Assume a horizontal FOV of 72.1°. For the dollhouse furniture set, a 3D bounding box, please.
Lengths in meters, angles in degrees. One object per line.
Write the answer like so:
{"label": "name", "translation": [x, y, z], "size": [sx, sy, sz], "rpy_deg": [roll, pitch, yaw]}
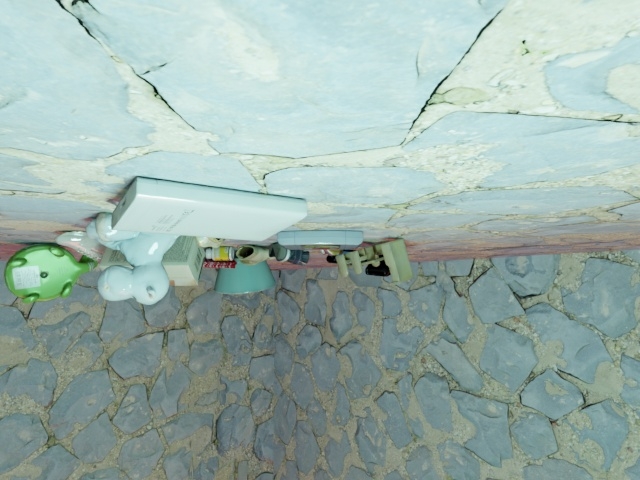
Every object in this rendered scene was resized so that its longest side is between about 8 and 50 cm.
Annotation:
{"label": "dollhouse furniture set", "translation": [0.227, 0.100, 1.752], "size": [0.212, 0.160, 0.242], "rpy_deg": [-13, 177, -44]}

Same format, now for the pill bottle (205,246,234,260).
{"label": "pill bottle", "translation": [-0.452, 0.058, 1.977], "size": [0.116, 0.065, 0.065], "rpy_deg": [0, 173, 3]}

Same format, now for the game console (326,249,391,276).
{"label": "game console", "translation": [0.195, 0.088, 2.009], "size": [0.361, 0.043, 0.213], "rpy_deg": [3, -155, 25]}

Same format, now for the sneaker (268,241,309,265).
{"label": "sneaker", "translation": [-0.109, 0.057, 1.817], "size": [0.164, 0.086, 0.226], "rpy_deg": [14, 179, -20]}

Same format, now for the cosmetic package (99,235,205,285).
{"label": "cosmetic package", "translation": [-0.562, 0.064, 1.497], "size": [0.296, 0.153, 0.129], "rpy_deg": [1, 141, 3]}

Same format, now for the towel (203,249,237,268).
{"label": "towel", "translation": [-0.543, 0.078, 2.041], "size": [0.275, 0.031, 0.199], "rpy_deg": [4, -164, -30]}

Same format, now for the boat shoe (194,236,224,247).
{"label": "boat shoe", "translation": [-0.325, -0.015, 1.360], "size": [0.059, 0.063, 0.170], "rpy_deg": [-31, 180, 12]}

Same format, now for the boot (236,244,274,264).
{"label": "boot", "translation": [-0.326, 0.065, 1.992], "size": [0.213, 0.077, 0.165], "rpy_deg": [-11, 169, 34]}

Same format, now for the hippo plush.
{"label": "hippo plush", "translation": [-0.495, 0.059, 1.225], "size": [0.294, 0.236, 0.234], "rpy_deg": [2, 173, -20]}

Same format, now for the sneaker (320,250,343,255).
{"label": "sneaker", "translation": [0.029, 0.034, 1.763], "size": [0.084, 0.069, 0.185], "rpy_deg": [-9, 170, 21]}

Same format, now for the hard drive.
{"label": "hard drive", "translation": [-0.239, -0.056, 0.952], "size": [0.353, 0.047, 0.233], "rpy_deg": [5, 163, -35]}

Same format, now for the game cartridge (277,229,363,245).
{"label": "game cartridge", "translation": [0.000, 0.000, 1.557], "size": [0.294, 0.060, 0.196], "rpy_deg": [-1, 170, 2]}

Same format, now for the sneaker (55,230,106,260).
{"label": "sneaker", "translation": [-0.786, 0.022, 1.519], "size": [0.090, 0.094, 0.235], "rpy_deg": [-4, 171, 43]}

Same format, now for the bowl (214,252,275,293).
{"label": "bowl", "translation": [-0.387, 0.153, 2.214], "size": [0.312, 0.163, 0.311], "rpy_deg": [-4, -173, 1]}

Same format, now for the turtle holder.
{"label": "turtle holder", "translation": [-1.138, 0.107, 1.844], "size": [0.320, 0.243, 0.227], "rpy_deg": [-40, -150, -24]}
